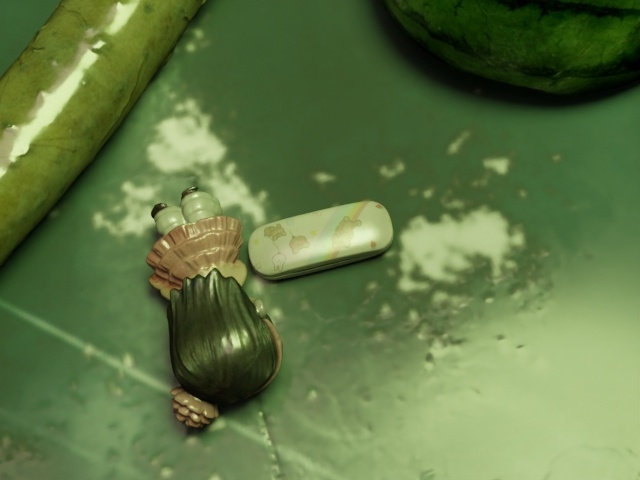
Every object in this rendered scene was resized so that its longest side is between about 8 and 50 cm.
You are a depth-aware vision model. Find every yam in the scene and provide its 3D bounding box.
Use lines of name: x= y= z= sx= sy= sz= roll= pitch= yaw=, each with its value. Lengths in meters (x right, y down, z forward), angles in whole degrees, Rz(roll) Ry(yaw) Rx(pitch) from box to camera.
yam: x=-0.131 y=-0.115 z=0.866 sx=0.083 sy=0.083 sz=0.371 roll=31 pitch=75 yaw=16

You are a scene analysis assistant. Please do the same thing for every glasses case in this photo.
glasses case: x=0.000 y=0.000 z=0.839 sx=0.083 sy=0.021 sz=0.032 roll=-13 pitch=70 yaw=0

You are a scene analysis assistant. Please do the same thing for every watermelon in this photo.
watermelon: x=0.139 y=-0.194 z=0.851 sx=0.232 sy=0.127 sz=0.204 roll=6 pitch=65 yaw=1

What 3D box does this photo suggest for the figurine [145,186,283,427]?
figurine: x=-0.067 y=0.034 z=0.814 sx=0.072 sy=0.054 sz=0.129 roll=-26 pitch=66 yaw=12
